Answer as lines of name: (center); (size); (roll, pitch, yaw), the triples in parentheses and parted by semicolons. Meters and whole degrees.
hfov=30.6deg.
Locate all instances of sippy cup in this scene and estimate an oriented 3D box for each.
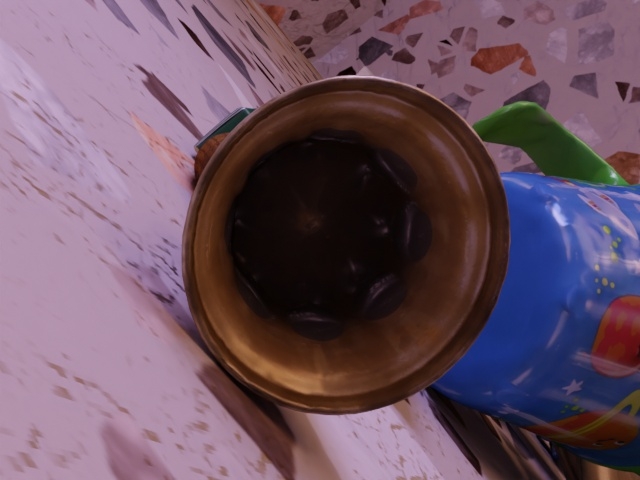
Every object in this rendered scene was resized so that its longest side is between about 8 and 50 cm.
sippy cup: (0.185, 0.051, 0.877); (0.224, 0.240, 0.305); (16, 18, -41)

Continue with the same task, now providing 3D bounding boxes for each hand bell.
hand bell: (-0.025, -0.020, 0.533); (0.126, 0.126, 0.242); (49, -6, -21)

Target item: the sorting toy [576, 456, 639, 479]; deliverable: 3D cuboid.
sorting toy: (0.286, 0.216, 1.061); (0.229, 0.041, 0.307); (45, 35, -33)

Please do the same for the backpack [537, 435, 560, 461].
backpack: (0.299, 0.211, 1.343); (0.084, 0.105, 0.114); (29, 7, 3)

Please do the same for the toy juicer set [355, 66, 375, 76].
toy juicer set: (0.061, -0.018, 1.062); (0.329, 0.089, 0.209); (62, 19, 11)

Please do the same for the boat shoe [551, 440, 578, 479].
boat shoe: (0.236, 0.123, 1.170); (0.122, 0.110, 0.341); (-29, 95, -53)

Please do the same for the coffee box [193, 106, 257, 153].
coffee box: (0.000, 0.000, 0.716); (0.184, 0.040, 0.113); (51, 6, -5)
